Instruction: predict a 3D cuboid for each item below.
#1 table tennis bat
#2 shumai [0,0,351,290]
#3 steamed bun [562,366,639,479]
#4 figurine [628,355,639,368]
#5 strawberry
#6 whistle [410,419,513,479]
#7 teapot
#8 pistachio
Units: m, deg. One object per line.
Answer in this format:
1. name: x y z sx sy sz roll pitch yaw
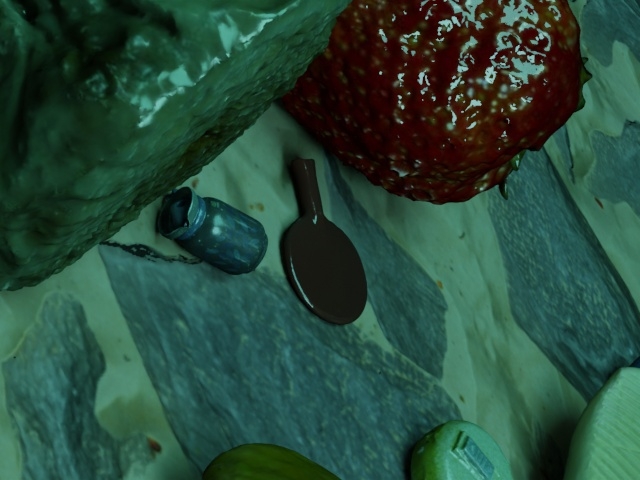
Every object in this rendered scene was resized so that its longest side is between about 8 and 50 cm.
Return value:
1. table tennis bat: 0.000 0.000 1.346 0.098 0.019 0.155 9 61 -46
2. shumai: -0.168 -0.154 1.045 0.263 0.304 0.309 48 34 4
3. steamed bun: 0.301 0.237 1.423 0.170 0.153 0.239 18 38 10
4. figurine: 0.465 0.279 1.533 0.243 0.298 0.416 -9 65 -16
5. strawberry: 0.083 -0.165 1.376 0.276 0.257 0.257 15 54 -32
6. whistle: 0.153 0.237 1.321 0.198 0.057 0.104 50 37 -10
7. teapot: -0.083 -0.013 1.228 0.083 0.049 0.064 31 44 -33
8. pistachio: -0.014 0.211 1.114 0.189 0.100 0.110 29 22 -23
